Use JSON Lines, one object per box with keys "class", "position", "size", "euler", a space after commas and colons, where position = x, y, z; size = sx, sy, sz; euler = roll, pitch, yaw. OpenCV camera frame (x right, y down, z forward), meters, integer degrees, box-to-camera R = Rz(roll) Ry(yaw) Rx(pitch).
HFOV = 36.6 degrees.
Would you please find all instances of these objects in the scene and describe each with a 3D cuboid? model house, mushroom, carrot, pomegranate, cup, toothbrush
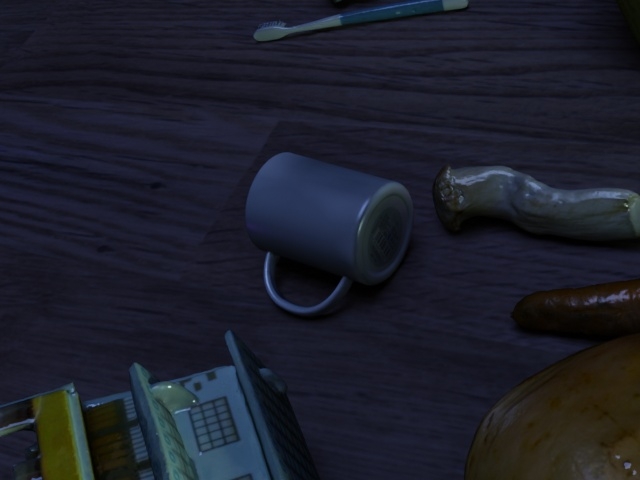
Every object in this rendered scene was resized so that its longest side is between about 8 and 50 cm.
{"class": "model house", "position": [-0.096, 0.208, 0.654], "size": [0.215, 0.199, 0.224], "euler": [-15, 42, -11]}
{"class": "mushroom", "position": [0.193, -0.030, 0.869], "size": [0.202, 0.059, 0.054], "euler": [11, 56, 28]}
{"class": "carrot", "position": [0.255, 0.051, 0.774], "size": [0.209, 0.061, 0.061], "euler": [-7, 45, 22]}
{"class": "pomegranate", "position": [0.197, 0.172, 0.555], "size": [0.248, 0.248, 0.248], "euler": [-11, 45, 11]}
{"class": "cup", "position": [0.006, -0.004, 0.909], "size": [0.133, 0.136, 0.099], "euler": [17, 22, 33]}
{"class": "toothbrush", "position": [0.047, -0.278, 1.198], "size": [0.275, 0.019, 0.025], "euler": [-6, 38, 17]}

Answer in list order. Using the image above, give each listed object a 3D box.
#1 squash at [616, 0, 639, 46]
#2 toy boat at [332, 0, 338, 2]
{"class": "squash", "position": [0.369, -0.268, 0.966], "size": [0.203, 0.155, 0.237], "euler": [2, 46, 25]}
{"class": "toy boat", "position": [0.114, -0.391, 1.236], "size": [0.260, 0.078, 0.085], "euler": [-32, 27, -9]}
